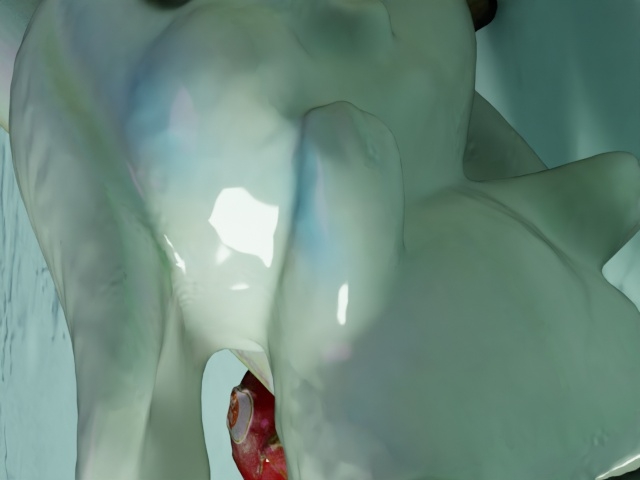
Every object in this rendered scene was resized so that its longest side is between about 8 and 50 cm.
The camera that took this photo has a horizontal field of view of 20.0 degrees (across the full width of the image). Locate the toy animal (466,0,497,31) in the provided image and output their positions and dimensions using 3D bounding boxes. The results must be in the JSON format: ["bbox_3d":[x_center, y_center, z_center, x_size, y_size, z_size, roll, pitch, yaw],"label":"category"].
[{"bbox_3d":[-0.040,-0.158,0.877,0.312,0.097,0.157,57,160,27],"label":"toy animal"}]

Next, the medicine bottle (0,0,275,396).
[{"bbox_3d":[-0.108,-0.073,0.908,0.426,0.108,0.108,43,140,27],"label":"medicine bottle"}]

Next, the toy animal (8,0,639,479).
[{"bbox_3d":[0.016,0.009,0.670,0.174,0.249,0.289,-39,55,44],"label":"toy animal"}]

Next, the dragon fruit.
[{"bbox_3d":[-0.009,0.069,0.918,0.094,0.094,0.191,-45,59,60],"label":"dragon fruit"}]
